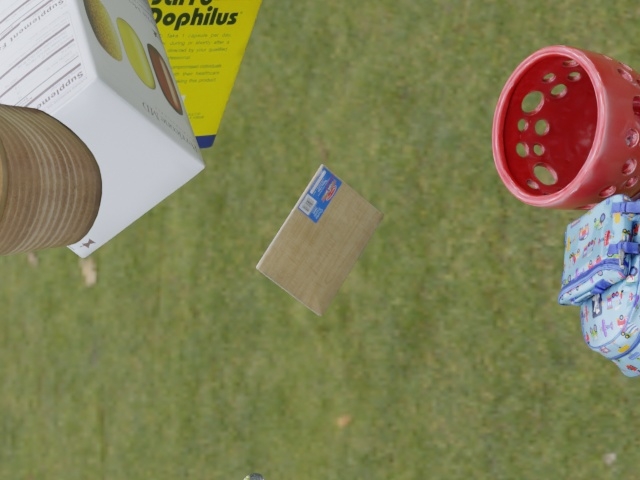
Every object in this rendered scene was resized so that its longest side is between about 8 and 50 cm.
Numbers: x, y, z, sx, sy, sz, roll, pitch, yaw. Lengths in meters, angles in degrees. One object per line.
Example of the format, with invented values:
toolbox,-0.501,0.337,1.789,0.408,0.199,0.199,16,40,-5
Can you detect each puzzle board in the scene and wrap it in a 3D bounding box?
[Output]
puzzle board,0.000,0.000,1.350,0.011,0.096,0.128,13,68,57

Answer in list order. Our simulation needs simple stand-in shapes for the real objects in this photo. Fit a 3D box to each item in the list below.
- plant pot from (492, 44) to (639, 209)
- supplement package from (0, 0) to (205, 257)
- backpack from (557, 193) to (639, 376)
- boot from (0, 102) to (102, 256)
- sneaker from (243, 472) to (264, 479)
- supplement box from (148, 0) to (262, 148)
plant pot,0.329,-0.128,1.566,0.191,0.174,0.191,-9,80,57
supplement package,-0.209,-0.133,1.083,0.134,0.139,0.244,-36,47,14
backpack,0.336,0.056,1.444,0.158,0.117,0.173,140,143,-67
boot,-0.270,-0.063,0.628,0.283,0.220,0.109,34,108,32
sneaker,-0.105,0.381,1.934,0.035,0.031,0.083,95,-168,-49
supplement box,-0.211,-0.306,1.650,0.194,0.195,0.356,48,130,34
